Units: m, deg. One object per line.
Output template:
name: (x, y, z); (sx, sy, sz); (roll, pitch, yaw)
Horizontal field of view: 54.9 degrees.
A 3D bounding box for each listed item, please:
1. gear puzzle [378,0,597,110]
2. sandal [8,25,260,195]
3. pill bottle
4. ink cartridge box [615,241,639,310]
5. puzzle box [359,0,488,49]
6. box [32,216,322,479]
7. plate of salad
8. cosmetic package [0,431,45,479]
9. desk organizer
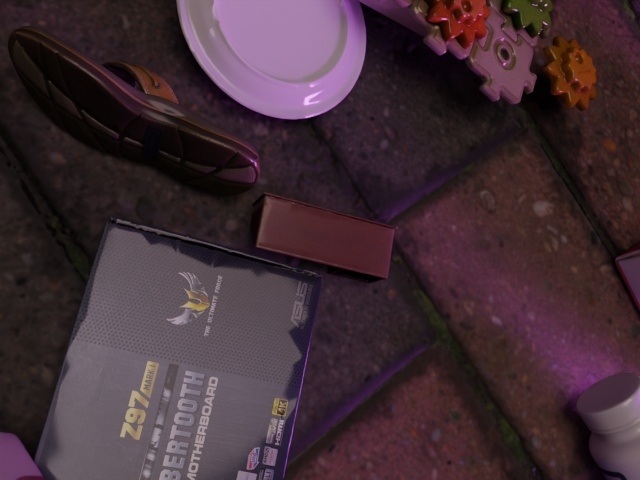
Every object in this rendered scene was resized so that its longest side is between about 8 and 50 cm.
gear puzzle: (0.182, -0.238, 0.625); (0.338, 0.044, 0.176); (32, 66, -24)
sandal: (-0.147, -0.111, 0.518); (0.219, 0.090, 0.060); (23, 54, -13)
pill bottle: (0.331, 0.222, 0.613); (0.094, 0.094, 0.169); (-33, 91, -24)
ink cartridge box: (0.512, 0.045, 0.710); (0.282, 0.117, 0.207); (-25, 87, -24)
puzzle box: (0.050, -0.376, 0.624); (0.408, 0.052, 0.272); (16, 73, -30)
box: (-0.110, 0.117, 0.490); (0.183, 0.059, 0.233); (17, 73, -15)
plate of salad: (-0.044, -0.213, 0.598); (0.199, 0.048, 0.200); (3, 83, -29)
cosmetic package: (-0.177, 0.253, 0.308); (0.153, 0.129, 0.296); (-46, 64, -2)
desk organizer: (0.000, 0.000, 0.566); (0.130, 0.047, 0.050); (14, 76, -17)
